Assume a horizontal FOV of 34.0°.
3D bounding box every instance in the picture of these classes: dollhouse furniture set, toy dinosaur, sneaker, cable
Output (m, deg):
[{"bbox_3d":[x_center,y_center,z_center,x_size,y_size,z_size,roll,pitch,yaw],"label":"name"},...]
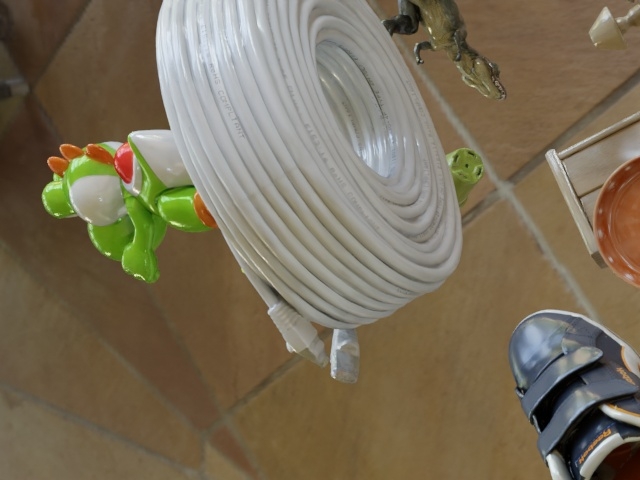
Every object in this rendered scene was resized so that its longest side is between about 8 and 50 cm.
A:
[{"bbox_3d":[0.237,-0.102,0.812,0.173,0.355,0.303,-28,59,18],"label":"dollhouse furniture set"},{"bbox_3d":[0.085,-0.234,0.982,0.064,0.118,0.268,-9,114,47],"label":"toy dinosaur"},{"bbox_3d":[0.269,0.173,1.010,0.126,0.127,0.321,-57,43,18],"label":"sneaker"},{"bbox_3d":[-0.001,-0.072,0.677,0.089,0.257,0.257,-24,114,25],"label":"cable"}]

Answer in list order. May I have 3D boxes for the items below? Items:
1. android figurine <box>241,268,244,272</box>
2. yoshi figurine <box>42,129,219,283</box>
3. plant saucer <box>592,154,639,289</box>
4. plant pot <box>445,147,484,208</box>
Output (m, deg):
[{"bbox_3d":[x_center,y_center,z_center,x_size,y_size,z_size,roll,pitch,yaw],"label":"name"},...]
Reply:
[{"bbox_3d":[0.000,0.000,1.622,0.248,0.273,0.056,-43,30,18],"label":"android figurine"},{"bbox_3d":[-0.201,-0.052,1.378,0.362,0.203,0.203,-2,102,36],"label":"yoshi figurine"},{"bbox_3d":[0.199,-0.010,0.599,0.083,0.013,0.083,-1,89,23],"label":"plant saucer"},{"bbox_3d":[0.183,-0.089,1.430,0.083,0.083,0.079,62,154,7],"label":"plant pot"}]
